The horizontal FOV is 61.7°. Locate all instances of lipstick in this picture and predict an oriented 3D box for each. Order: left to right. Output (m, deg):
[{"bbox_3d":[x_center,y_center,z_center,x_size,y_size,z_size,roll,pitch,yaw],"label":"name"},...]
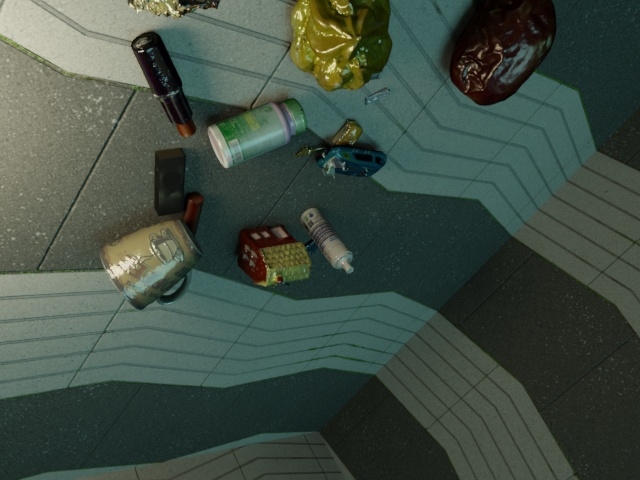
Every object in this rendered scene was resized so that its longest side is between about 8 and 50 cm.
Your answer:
[{"bbox_3d":[-0.384,-0.381,1.358,0.081,0.081,0.299,-29,144,-11],"label":"lipstick"},{"bbox_3d":[-0.449,-0.006,1.789,0.057,0.057,0.356,-9,139,-34],"label":"lipstick"}]

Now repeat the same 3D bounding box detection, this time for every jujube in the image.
[{"bbox_3d":[0.597,-0.636,1.757,0.276,0.276,0.377,-1,135,-41],"label":"jujube"}]

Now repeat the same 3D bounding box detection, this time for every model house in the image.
[{"bbox_3d":[-0.160,0.075,1.941,0.196,0.254,0.160,-6,125,-35],"label":"model house"}]

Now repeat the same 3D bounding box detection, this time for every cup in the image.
[{"bbox_3d":[-0.492,0.082,1.679,0.257,0.227,0.301,-29,135,-5],"label":"cup"}]

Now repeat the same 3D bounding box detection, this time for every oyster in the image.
[{"bbox_3d":[-0.291,-0.544,1.135,0.260,0.198,0.092,-9,146,-1],"label":"oyster"}]

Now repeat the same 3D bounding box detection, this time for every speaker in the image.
[{"bbox_3d":[-0.448,-0.171,1.596,0.082,0.044,0.218,-13,140,-30],"label":"speaker"}]

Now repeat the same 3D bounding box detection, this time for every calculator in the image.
[{"bbox_3d":[0.000,0.000,2.228,0.141,0.019,0.094,-37,147,-1],"label":"calculator"}]

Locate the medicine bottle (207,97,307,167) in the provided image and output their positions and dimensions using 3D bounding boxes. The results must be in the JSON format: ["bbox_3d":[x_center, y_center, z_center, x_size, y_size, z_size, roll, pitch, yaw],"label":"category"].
[{"bbox_3d":[-0.179,-0.320,1.569,0.274,0.133,0.133,-24,145,-14],"label":"medicine bottle"}]

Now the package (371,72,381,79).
[{"bbox_3d":[0.150,-0.525,1.712,0.110,0.015,0.037,-18,142,-27],"label":"package"}]

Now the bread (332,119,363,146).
[{"bbox_3d":[0.097,-0.358,1.840,0.106,0.053,0.072,-44,143,23],"label":"bread"}]

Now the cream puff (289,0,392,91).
[{"bbox_3d":[0.083,-0.528,1.441,0.291,0.257,0.324,-18,143,-19],"label":"cream puff"}]

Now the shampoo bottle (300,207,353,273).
[{"bbox_3d":[0.034,0.006,2.006,0.092,0.303,0.092,-25,145,-19],"label":"shampoo bottle"}]

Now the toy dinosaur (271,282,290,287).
[{"bbox_3d":[-0.178,0.100,2.157,0.248,0.075,0.188,23,106,-46],"label":"toy dinosaur"}]

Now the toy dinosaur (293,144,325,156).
[{"bbox_3d":[-0.039,-0.306,1.805,0.113,0.026,0.041,-20,152,-6],"label":"toy dinosaur"}]

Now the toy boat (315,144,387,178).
[{"bbox_3d":[0.126,-0.262,1.905,0.299,0.092,0.134,1,156,-42],"label":"toy boat"}]

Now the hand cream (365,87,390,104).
[{"bbox_3d":[0.191,-0.486,1.802,0.093,0.019,0.030,-25,148,-4],"label":"hand cream"}]
